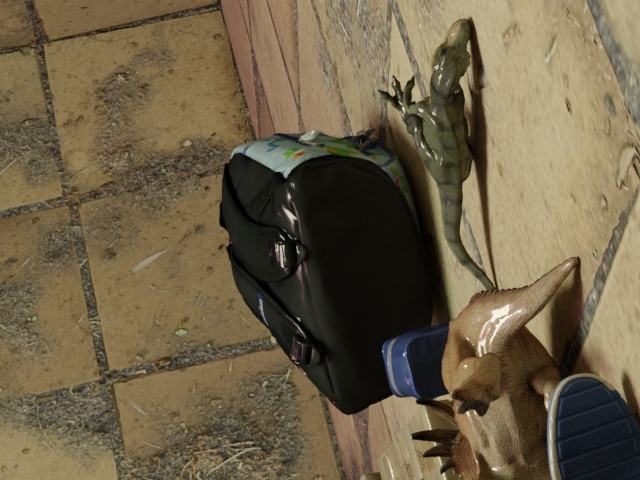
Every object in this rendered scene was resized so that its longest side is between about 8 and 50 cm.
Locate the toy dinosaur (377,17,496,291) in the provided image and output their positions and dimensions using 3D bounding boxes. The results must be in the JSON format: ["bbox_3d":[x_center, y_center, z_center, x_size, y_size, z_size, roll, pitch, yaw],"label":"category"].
[{"bbox_3d":[0.107,-0.081,1.274,0.118,0.064,0.268,-122,16,-54],"label":"toy dinosaur"}]

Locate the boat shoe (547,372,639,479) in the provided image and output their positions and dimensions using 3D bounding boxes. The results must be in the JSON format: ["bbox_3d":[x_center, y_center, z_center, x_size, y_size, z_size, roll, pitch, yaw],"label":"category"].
[{"bbox_3d":[0.190,0.180,0.987,0.066,0.066,0.183,143,114,-85],"label":"boat shoe"}]

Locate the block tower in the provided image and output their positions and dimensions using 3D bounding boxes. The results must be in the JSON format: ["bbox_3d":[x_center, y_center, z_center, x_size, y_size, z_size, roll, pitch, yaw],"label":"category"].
[{"bbox_3d":[0.102,0.271,1.502,0.335,0.091,0.097,120,140,-57],"label":"block tower"}]

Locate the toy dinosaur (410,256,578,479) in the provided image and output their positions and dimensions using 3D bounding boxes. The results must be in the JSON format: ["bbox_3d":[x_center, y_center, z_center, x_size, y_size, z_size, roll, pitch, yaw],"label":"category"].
[{"bbox_3d":[0.139,0.123,1.131,0.200,0.127,0.295,-99,5,-61],"label":"toy dinosaur"}]

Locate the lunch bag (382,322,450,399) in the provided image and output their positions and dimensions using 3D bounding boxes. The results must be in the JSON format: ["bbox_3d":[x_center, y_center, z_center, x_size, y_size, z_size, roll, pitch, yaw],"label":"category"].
[{"bbox_3d":[0.115,0.119,1.444,0.065,0.098,0.067,-6,95,66],"label":"lunch bag"}]

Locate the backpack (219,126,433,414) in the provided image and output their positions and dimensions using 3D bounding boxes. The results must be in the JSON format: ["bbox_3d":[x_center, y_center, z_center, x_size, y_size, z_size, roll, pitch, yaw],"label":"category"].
[{"bbox_3d":[0.000,0.000,1.688,0.355,0.273,0.290,16,123,59],"label":"backpack"}]
